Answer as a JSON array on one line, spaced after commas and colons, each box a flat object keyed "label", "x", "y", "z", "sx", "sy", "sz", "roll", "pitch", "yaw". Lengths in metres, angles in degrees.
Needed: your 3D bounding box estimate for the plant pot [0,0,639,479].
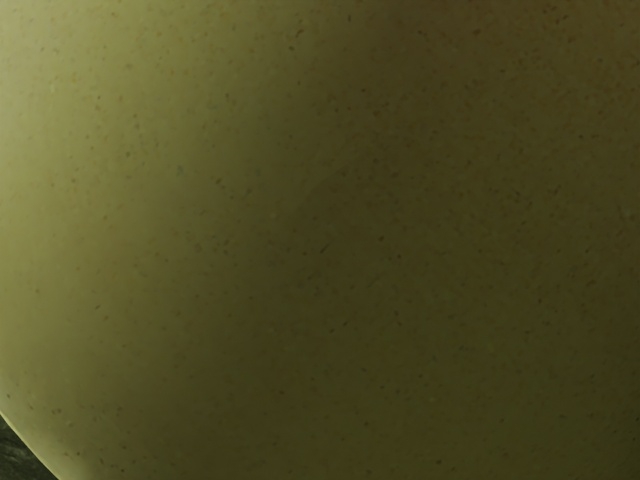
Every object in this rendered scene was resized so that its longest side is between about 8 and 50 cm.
[{"label": "plant pot", "x": 0.047, "y": -0.052, "z": 0.500, "sx": 0.191, "sy": 0.284, "sz": 0.284, "roll": -42, "pitch": 16, "yaw": 30}]
